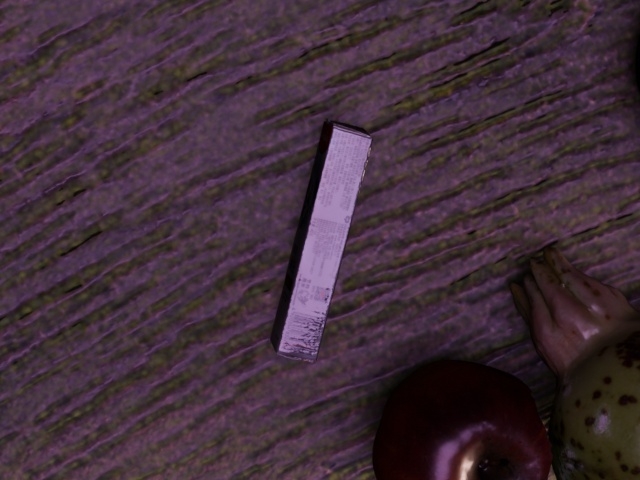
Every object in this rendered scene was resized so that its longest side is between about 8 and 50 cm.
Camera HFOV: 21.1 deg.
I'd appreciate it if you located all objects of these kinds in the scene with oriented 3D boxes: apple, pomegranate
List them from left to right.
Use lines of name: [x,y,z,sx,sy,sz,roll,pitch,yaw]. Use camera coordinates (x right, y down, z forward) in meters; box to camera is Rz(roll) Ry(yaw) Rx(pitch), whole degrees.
apple: [0.121,0.181,1.563,0.147,0.158,0.156,25,96,-24]
pomegranate: [0.295,0.126,1.553,0.204,0.222,0.276,-14,80,8]

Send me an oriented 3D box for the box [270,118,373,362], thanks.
box: [0.000,0.000,1.568,0.040,0.055,0.218,13,98,-10]

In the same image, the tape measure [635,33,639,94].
tape measure: [0.393,-0.166,1.541,0.202,0.135,0.223,28,96,-7]
